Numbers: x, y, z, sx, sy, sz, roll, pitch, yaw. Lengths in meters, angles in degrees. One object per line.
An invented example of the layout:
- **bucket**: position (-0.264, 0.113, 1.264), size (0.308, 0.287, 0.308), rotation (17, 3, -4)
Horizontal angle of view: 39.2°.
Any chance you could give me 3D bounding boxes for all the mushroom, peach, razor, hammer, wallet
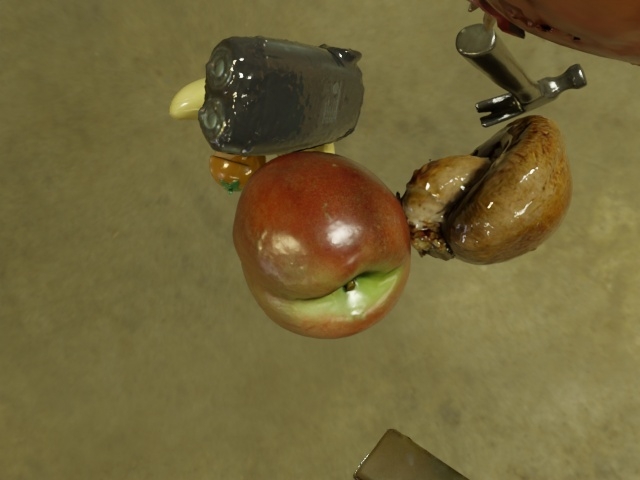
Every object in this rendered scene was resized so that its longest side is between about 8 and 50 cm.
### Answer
- **mushroom**: position (0.257, -0.061, 1.393), size (0.283, 0.263, 0.195), rotation (-23, 107, 8)
- **peach**: position (0.000, 0.000, 1.204), size (0.252, 0.252, 0.252), rotation (-1, 99, -6)
- **razor**: position (-0.052, -0.236, 1.471), size (0.107, 0.327, 0.189), rotation (20, 110, 35)
- **hammer**: position (0.258, -0.227, 1.217), size (0.168, 0.440, 0.044), rotation (-24, 81, 19)
- **wallet**: position (0.154, 0.390, 1.441), size (0.110, 0.198, 0.031), rotation (-52, 139, -12)

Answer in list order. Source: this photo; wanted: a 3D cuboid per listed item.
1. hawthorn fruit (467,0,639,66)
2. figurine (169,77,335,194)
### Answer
- **hawthorn fruit**: position (0.136, -0.180, 0.346), size (0.276, 0.307, 0.276), rotation (11, 55, -16)
- **figurine**: position (-0.128, -0.191, 1.686), size (0.324, 0.124, 0.222), rotation (16, 95, -11)
